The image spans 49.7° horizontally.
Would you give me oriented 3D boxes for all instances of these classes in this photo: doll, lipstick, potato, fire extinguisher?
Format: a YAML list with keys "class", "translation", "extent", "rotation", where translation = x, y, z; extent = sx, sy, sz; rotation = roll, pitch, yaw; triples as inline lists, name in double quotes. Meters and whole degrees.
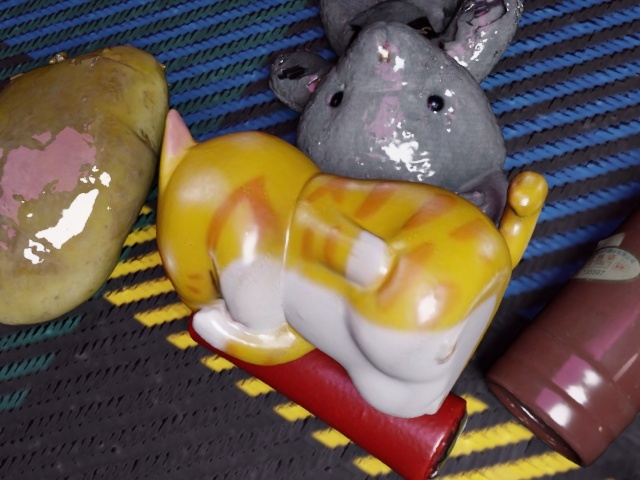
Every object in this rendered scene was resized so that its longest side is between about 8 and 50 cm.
- class: "doll"
  translation: [0.003, 0.015, 0.492]
  extent: [0.270, 0.166, 0.162]
  rotation: [15, 51, 11]
- class: "doll"
  translation: [0.055, -0.168, 0.621]
  extent: [0.246, 0.158, 0.340]
  rotation: [-4, 70, 19]
- class: "lipstick"
  translation: [0.002, 0.107, 0.572]
  extent: [0.241, 0.080, 0.080]
  rotation: [28, 77, 20]
- class: "potato"
  translation: [-0.252, -0.067, 0.658]
  extent: [0.192, 0.141, 0.296]
  rotation: [23, 73, 16]
- class: "fire extinguisher"
  translation: [0.265, 0.004, 0.544]
  extent: [0.138, 0.102, 0.344]
  rotation: [41, 82, 24]
